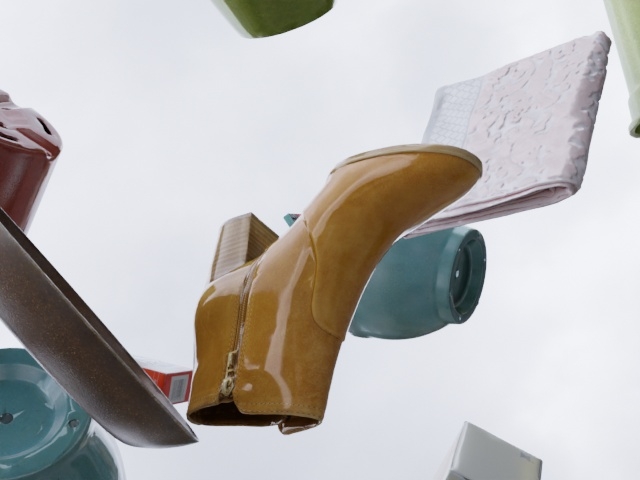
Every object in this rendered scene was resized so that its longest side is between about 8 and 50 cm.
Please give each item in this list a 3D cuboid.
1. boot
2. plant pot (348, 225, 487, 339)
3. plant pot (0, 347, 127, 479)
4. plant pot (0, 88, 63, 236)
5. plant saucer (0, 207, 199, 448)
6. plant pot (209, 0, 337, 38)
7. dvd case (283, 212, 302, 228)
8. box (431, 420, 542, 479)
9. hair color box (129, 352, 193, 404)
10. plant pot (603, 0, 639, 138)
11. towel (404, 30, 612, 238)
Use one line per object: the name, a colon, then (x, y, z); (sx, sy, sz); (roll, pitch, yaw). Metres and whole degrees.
boot: (0.010, 0.052, 0.840); (0.104, 0.295, 0.211); (35, -134, -43)
plant pot: (0.181, 0.051, 1.788); (0.293, 0.196, 0.293); (-24, -61, -55)
plant pot: (-0.349, 0.268, 1.124); (0.272, 0.272, 0.255); (-28, -37, -34)
plant pot: (-0.446, -0.045, 1.139); (0.272, 0.272, 0.265); (13, -66, -51)
plant saucer: (-0.215, 0.059, 0.793); (0.050, 0.311, 0.310); (-41, -40, -12)
plant pot: (-0.087, -0.409, 1.209); (0.275, 0.275, 0.293); (-35, -59, -28)
dvd case: (0.000, 0.000, 1.377); (0.013, 0.087, 0.119); (-39, -14, 21)
box: (0.173, 0.417, 1.331); (0.311, 0.121, 0.148); (-66, -8, 22)
hair color box: (-0.280, 0.196, 1.443); (0.093, 0.167, 0.053); (9, -89, -71)
plant pot: (0.587, -0.339, 1.602); (0.276, 0.253, 0.276); (-18, -12, -4)
towel: (0.280, -0.165, 1.525); (0.053, 0.317, 0.331); (46, -132, -31)
